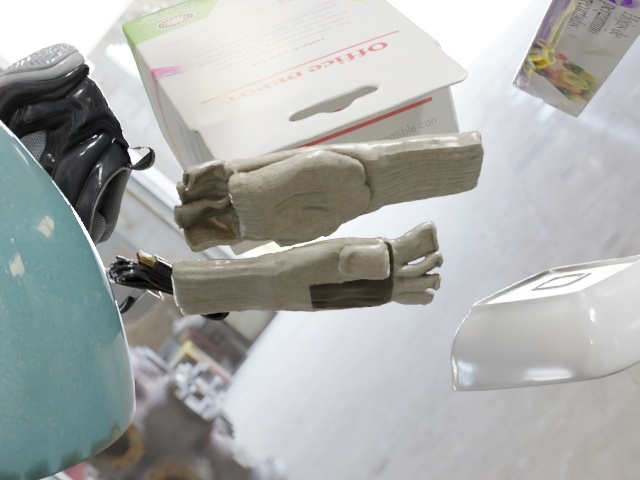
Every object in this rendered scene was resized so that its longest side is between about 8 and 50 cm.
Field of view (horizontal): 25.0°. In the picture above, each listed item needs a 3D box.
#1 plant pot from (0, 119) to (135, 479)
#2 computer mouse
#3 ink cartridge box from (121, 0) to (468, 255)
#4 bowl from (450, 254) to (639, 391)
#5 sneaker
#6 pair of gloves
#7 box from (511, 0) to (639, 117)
[{"bbox_3d":[-0.266,0.022,0.918,0.290,0.290,0.195,-80,-9,-75],"label":"plant pot"},{"bbox_3d":[-0.171,0.053,1.216,0.193,0.106,0.042,-15,60,48],"label":"computer mouse"},{"bbox_3d":[-0.019,-0.110,1.178,0.207,0.119,0.353,-21,29,-8],"label":"ink cartridge box"},{"bbox_3d":[0.164,0.050,0.940,0.142,0.053,0.142,-20,6,-43],"label":"bowl"},{"bbox_3d":[-0.264,-0.029,1.208,0.268,0.153,0.101,-42,-3,8],"label":"sneaker"},{"bbox_3d":[0.000,0.000,0.990,0.240,0.204,0.042,105,157,-63],"label":"pair of gloves"},{"bbox_3d":[0.192,-0.158,1.010,0.067,0.063,0.324,-63,-4,-7],"label":"box"}]
